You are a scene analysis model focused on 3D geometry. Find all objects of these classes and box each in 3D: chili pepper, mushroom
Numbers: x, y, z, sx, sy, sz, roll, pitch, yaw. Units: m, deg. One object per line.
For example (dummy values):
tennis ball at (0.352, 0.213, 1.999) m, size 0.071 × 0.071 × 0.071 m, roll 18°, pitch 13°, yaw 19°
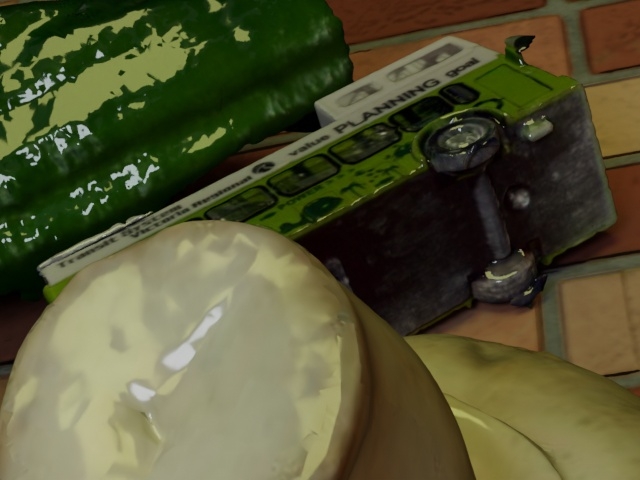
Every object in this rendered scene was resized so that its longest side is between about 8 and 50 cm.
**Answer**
chili pepper at (-0.176, -0.064, 1.108) m, size 0.385 × 0.167 × 0.213 m, roll -23°, pitch 25°, yaw -4°
mushroom at (0.019, 0.168, 0.629) m, size 0.315 × 0.315 × 0.356 m, roll -13°, pitch -1°, yaw 6°

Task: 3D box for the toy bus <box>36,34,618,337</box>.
toy bus at (0.000, 0.000, 1.010) m, size 0.301 × 0.113 × 0.139 m, roll -27°, pitch 31°, yaw -14°
